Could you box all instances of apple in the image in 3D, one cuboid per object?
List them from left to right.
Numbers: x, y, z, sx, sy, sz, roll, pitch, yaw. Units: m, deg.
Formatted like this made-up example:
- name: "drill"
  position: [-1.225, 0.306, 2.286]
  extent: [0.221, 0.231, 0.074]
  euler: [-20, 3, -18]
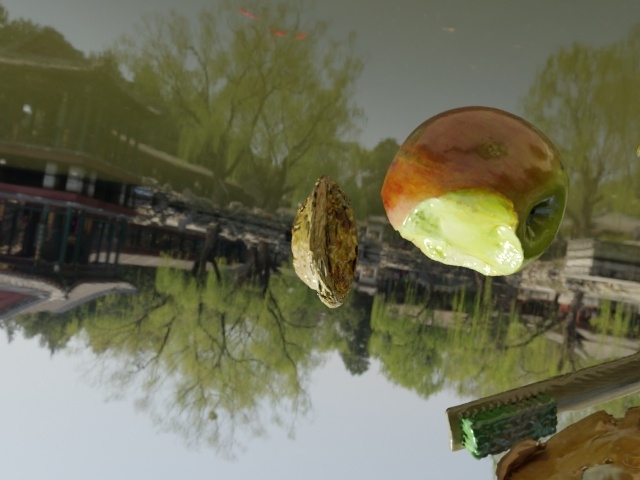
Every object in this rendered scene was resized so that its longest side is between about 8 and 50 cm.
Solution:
- name: "apple"
  position: [0.218, -0.060, 0.769]
  extent: [0.226, 0.246, 0.246]
  euler: [37, -165, 34]

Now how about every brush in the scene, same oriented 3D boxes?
- name: "brush"
  position: [0.274, 0.185, 0.620]
  extent: [0.282, 0.054, 0.048]
  euler: [-11, -164, -18]

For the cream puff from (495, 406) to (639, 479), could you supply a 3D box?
- name: "cream puff"
  position: [0.259, 0.269, 0.359]
  extent: [0.350, 0.228, 0.350]
  euler: [-31, -179, 1]

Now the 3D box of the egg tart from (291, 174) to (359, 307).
- name: "egg tart"
  position: [0.000, 0.000, 0.527]
  extent: [0.049, 0.128, 0.129]
  euler: [-4, 174, 19]

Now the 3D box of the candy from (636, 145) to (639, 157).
- name: "candy"
  position: [0.451, -0.126, 0.515]
  extent: [0.187, 0.081, 0.297]
  euler: [44, 162, 20]
